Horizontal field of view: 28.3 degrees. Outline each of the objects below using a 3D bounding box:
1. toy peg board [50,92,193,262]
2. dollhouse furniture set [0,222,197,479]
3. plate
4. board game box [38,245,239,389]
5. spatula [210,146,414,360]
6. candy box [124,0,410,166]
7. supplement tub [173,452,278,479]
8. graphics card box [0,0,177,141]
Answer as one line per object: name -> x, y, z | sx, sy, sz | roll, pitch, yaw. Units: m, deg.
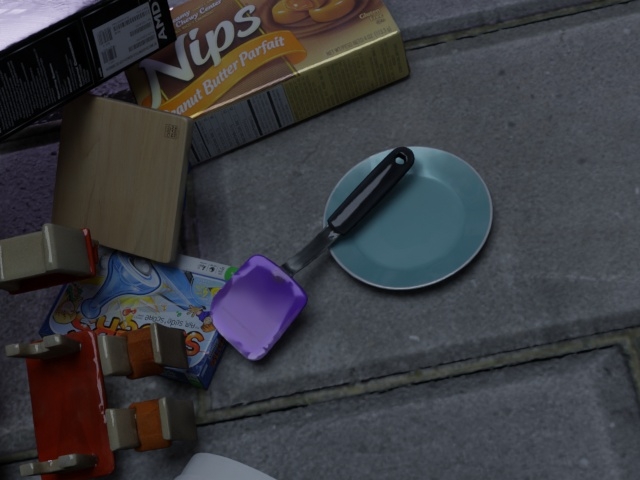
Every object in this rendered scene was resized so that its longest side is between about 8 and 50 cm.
toy peg board -> -0.206, -0.075, 1.417 | 0.161, 0.079, 0.161 | 15, 104, 23
dollhouse furniture set -> -0.268, 0.120, 1.315 | 0.262, 0.135, 0.259 | -12, 78, 12
plate -> 0.097, -0.023, 1.400 | 0.188, 0.024, 0.188 | -6, 57, 10
board game box -> -0.191, 0.075, 1.394 | 0.201, 0.035, 0.136 | 12, 61, 20
spatula -> 0.000, 0.000, 1.371 | 0.084, 0.030, 0.296 | 41, 71, 11
candy box -> -0.074, -0.224, 1.528 | 0.316, 0.087, 0.183 | -23, 55, -1
supplement tub -> -0.109, 0.369, 1.067 | 0.235, 0.235, 0.325 | 21, 64, 24
graphics card box -> -0.362, -0.197, 1.391 | 0.233, 0.094, 0.371 | 6, 32, 33
